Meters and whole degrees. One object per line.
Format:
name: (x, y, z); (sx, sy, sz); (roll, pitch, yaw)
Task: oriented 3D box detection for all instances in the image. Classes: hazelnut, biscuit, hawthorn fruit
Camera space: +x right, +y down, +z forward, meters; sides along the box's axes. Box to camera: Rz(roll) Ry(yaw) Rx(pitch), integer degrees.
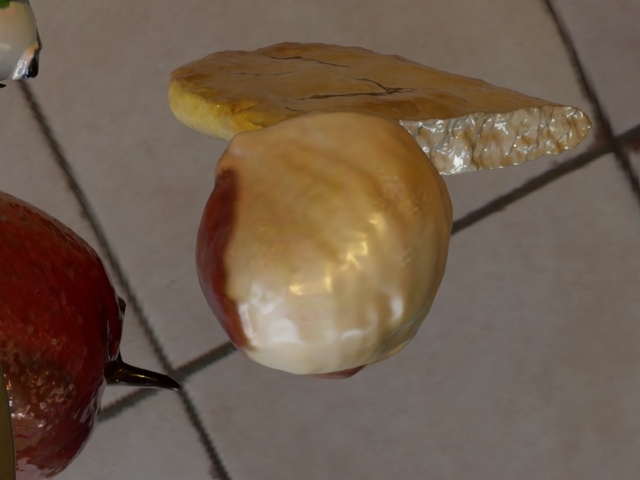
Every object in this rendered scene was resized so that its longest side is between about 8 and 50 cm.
hazelnut: (0.000, 0.000, 1.470); (0.261, 0.261, 0.241); (-40, 82, -15)
biscuit: (0.028, -0.156, 1.980); (0.429, 0.446, 0.104); (-15, 116, -44)
hawthorn fruit: (-0.283, 0.088, 1.348); (0.369, 0.285, 0.284); (19, 82, -25)

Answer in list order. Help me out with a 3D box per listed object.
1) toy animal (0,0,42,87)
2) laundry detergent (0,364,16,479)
toy animal: (-0.420, -0.304, 1.858); (0.213, 0.212, 0.266); (-1, 104, -16)
laundry detergent: (-0.257, 0.123, 0.786); (0.091, 0.253, 0.181); (5, 68, -50)
